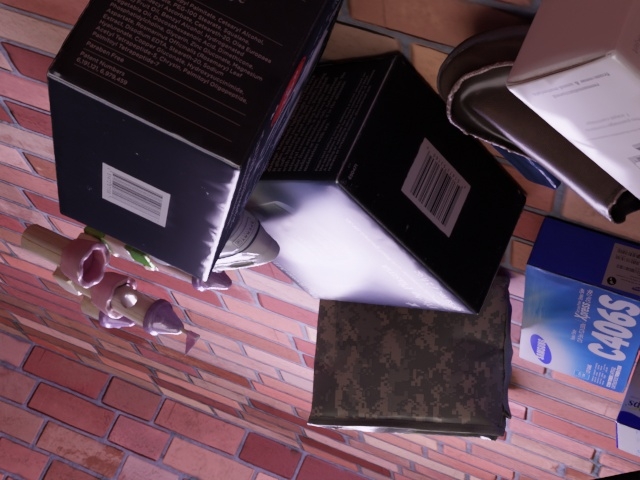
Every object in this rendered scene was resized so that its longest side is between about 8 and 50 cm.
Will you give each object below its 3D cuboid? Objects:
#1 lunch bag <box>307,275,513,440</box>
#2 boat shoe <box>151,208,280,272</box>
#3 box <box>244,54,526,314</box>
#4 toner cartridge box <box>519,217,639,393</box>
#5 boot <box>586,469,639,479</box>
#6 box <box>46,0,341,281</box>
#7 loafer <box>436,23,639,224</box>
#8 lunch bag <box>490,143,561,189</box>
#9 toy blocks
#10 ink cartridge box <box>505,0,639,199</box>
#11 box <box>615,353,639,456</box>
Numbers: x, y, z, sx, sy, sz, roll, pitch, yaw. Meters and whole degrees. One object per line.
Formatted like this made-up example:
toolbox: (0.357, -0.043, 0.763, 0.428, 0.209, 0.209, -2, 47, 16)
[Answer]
lunch bag: (0.145, 0.168, 1.684, 0.287, 0.235, 0.169, 1, 169, 20)
boat shoe: (-0.136, 0.010, 1.403, 0.076, 0.083, 0.226, 40, 160, -29)
box: (0.037, -0.059, 1.405, 0.294, 0.183, 0.296, 3, 150, 47)
toner cartridge box: (0.364, 0.098, 1.561, 0.165, 0.075, 0.348, 20, 159, 17)
boot: (0.375, 0.147, 1.156, 0.367, 0.445, 0.146, 6, 162, 45)
box: (-0.106, -0.172, 1.103, 0.179, 0.312, 0.343, 25, 160, -2)
loafer: (0.281, -0.094, 1.085, 0.366, 0.130, 0.134, 18, 143, 8)
lunch bag: (0.236, -0.105, 1.227, 0.098, 0.065, 0.067, 40, 175, -28)
toy blocks: (-0.222, 0.013, 1.710, 0.260, 0.288, 0.309, 22, 157, 23)
ink cartridge box: (0.308, -0.132, 0.885, 0.283, 0.207, 0.117, 34, 159, -25)
box: (0.485, 0.235, 1.666, 0.072, 0.137, 0.126, 17, 158, 23)
